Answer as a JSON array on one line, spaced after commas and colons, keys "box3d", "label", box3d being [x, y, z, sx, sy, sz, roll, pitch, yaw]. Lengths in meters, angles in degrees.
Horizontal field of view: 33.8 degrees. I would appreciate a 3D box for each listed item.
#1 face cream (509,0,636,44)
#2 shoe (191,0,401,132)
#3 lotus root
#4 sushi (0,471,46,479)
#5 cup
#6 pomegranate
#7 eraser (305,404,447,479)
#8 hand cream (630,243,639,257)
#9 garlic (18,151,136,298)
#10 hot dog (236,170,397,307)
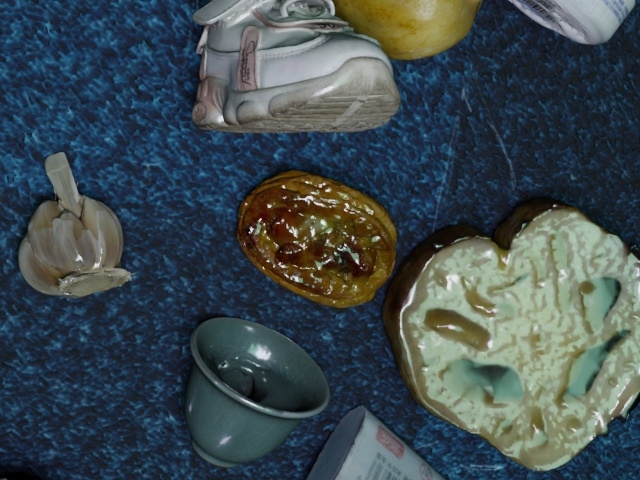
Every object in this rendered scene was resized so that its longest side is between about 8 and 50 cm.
[{"box3d": [0.305, -0.342, 1.349, 0.206, 0.206, 0.111, 33, 94, -18], "label": "face cream"}, {"box3d": [-0.048, -0.224, 1.217, 0.171, 0.351, 0.198, -3, 95, -34], "label": "shoe"}, {"box3d": [0.287, 0.132, 1.460, 0.390, 0.111, 0.375, -7, 93, -7], "label": "lotus root"}, {"box3d": [-0.448, 0.464, 1.302, 0.328, 0.285, 0.329, 46, 49, -23], "label": "sushi"}, {"box3d": [-0.107, 0.218, 1.388, 0.199, 0.199, 0.150, 21, 114, -17], "label": "cup"}, {"box3d": [0.098, -0.333, 1.295, 0.233, 0.233, 0.233, -3, 102, -14], "label": "pomegranate"}, {"box3d": [0.094, 0.367, 1.475, 0.227, 0.081, 0.174, 44, 55, -18], "label": "eraser"}, {"box3d": [0.427, 0.145, 1.559, 0.120, 0.061, 0.270, 39, 85, -19], "label": "hand cream"}, {"box3d": [-0.319, -0.014, 1.317, 0.131, 0.127, 0.194, -19, 79, -29], "label": "garlic"}, {"box3d": [0.000, -0.003, 1.399, 0.226, 0.099, 0.161, 18, 95, -14], "label": "hot dog"}]
